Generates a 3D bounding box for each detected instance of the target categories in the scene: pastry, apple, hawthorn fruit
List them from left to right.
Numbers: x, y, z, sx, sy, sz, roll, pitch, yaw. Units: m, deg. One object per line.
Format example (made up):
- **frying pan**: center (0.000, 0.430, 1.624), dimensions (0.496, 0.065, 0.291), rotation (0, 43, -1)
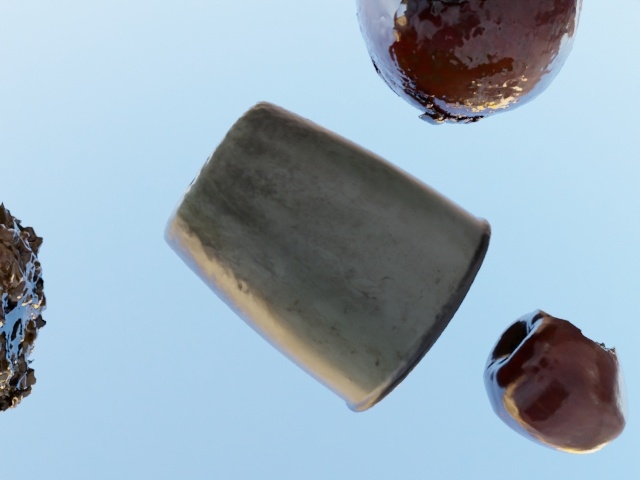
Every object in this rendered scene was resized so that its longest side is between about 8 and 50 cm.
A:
- **pastry**: center (-0.369, 0.063, 0.745), dimensions (0.275, 0.275, 0.193), rotation (44, -138, 12)
- **hawthorn fruit**: center (0.183, -0.299, 0.907), dimensions (0.316, 0.316, 0.316), rotation (13, -131, -16)
- **apple**: center (0.276, 0.172, 0.852), dimensions (0.158, 0.156, 0.147), rotation (41, -136, -2)

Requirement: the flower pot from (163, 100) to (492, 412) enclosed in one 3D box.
- **flower pot**: center (0.000, 0.000, 0.921), dimensions (0.330, 0.293, 0.293), rotation (37, -133, -4)
